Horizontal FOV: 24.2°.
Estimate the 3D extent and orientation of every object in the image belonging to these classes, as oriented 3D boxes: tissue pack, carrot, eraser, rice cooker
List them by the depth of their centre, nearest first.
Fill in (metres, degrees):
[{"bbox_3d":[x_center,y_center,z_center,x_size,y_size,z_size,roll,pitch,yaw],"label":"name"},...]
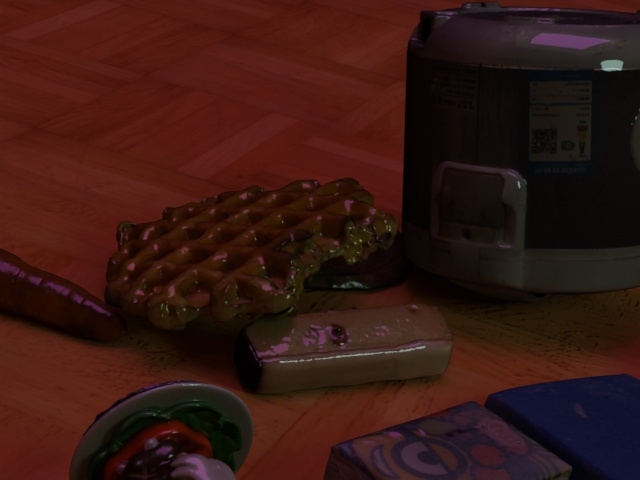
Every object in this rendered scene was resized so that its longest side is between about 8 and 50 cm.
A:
[{"bbox_3d":[0.090,0.173,1.068,0.148,0.060,0.108,-12,33,-37],"label":"tissue pack"},{"bbox_3d":[0.258,0.175,1.092,0.144,0.043,0.312,-5,19,-25],"label":"eraser"},{"bbox_3d":[-0.255,0.041,1.256,0.209,0.061,0.061,20,26,11],"label":"carrot"},{"bbox_3d":[0.211,-0.080,1.405,0.288,0.277,0.288,2,12,0],"label":"rice cooker"}]

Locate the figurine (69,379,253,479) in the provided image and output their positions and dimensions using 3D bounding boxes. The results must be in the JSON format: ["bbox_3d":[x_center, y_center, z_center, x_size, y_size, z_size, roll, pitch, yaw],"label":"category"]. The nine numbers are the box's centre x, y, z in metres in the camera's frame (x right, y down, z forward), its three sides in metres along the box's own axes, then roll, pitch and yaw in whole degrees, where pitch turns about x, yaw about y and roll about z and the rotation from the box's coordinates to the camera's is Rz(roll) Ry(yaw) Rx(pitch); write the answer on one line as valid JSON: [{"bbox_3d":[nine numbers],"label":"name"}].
[{"bbox_3d":[-0.078,0.182,0.944,0.132,0.132,0.154,-4,39,-26],"label":"figurine"}]

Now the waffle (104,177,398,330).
[{"bbox_3d":[-0.061,0.007,1.305,0.291,0.051,0.291,-11,19,4],"label":"waffle"}]

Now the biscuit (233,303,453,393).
[{"bbox_3d":[0.022,0.091,1.237,0.188,0.052,0.056,-5,38,-25],"label":"biscuit"}]

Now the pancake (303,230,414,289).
[{"bbox_3d":[0.000,0.001,1.464,0.199,0.021,0.199,8,25,-4],"label":"pancake"}]
